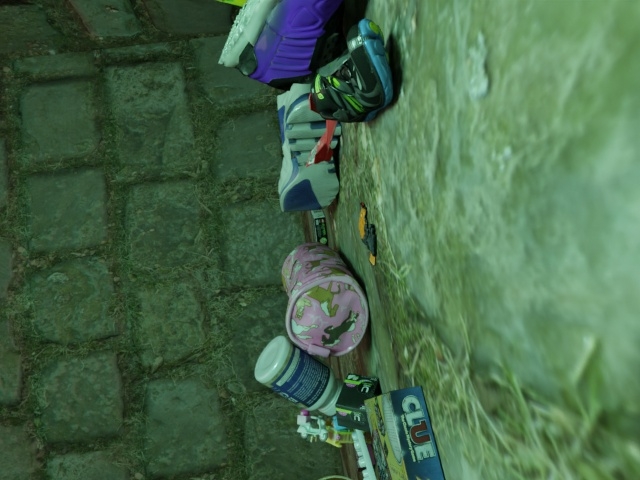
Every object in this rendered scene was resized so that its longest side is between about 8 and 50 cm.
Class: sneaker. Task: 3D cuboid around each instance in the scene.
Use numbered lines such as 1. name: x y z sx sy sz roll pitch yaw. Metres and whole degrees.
1. sneaker: -0.026 -0.214 0.871 0.315 0.127 0.182 100 165 -55
2. sneaker: -0.009 -0.276 0.520 0.293 0.146 0.102 -7 61 56
3. sneaker: 0.030 -0.165 0.443 0.188 0.078 0.067 173 86 -86

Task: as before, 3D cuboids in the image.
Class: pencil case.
1. pencil case: -0.006 0.111 0.908 0.386 0.160 0.167 -130 21 -80

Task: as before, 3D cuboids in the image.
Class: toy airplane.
1. toy airplane: 0.013 -0.169 0.583 0.151 0.028 0.151 -57 -15 -25

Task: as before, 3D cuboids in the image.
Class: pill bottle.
1. pill bottle: -0.033 0.263 0.787 0.169 0.094 0.094 38 -170 -18

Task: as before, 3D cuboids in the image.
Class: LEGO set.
1. LEGO set: 0.066 0.420 0.998 0.287 0.132 0.107 33 -116 -59

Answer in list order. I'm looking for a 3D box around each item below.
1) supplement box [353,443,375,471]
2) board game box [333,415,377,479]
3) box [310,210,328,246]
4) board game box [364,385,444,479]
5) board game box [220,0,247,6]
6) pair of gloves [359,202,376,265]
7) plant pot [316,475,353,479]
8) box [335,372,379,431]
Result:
1. supplement box: 0.108 0.536 1.023 0.083 0.043 0.055 86 173 -54
2. board game box: 0.108 0.548 0.735 0.390 0.050 0.390 -112 7 -67
3. box: 0.000 0.000 1.352 0.114 0.036 0.207 -109 11 -64
4. board game box: 0.110 0.294 0.561 0.243 0.042 0.165 93 168 -67
5. board game box: -0.077 -0.374 0.578 0.043 0.181 0.092 100 -175 -75
6. pair of gloves: 0.072 -0.010 0.640 0.083 0.010 0.074 -106 9 -52
7. plant pot: 0.066 0.816 1.123 0.237 0.237 0.254 -105 -6 -52
8. box: 0.069 0.293 0.750 0.083 0.062 0.052 -50 -42 -57
